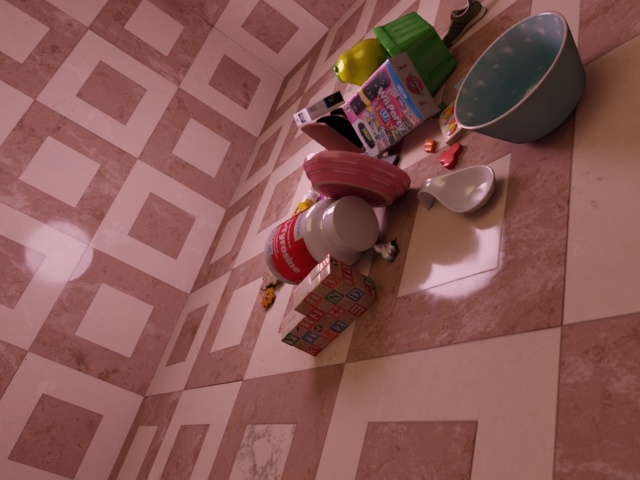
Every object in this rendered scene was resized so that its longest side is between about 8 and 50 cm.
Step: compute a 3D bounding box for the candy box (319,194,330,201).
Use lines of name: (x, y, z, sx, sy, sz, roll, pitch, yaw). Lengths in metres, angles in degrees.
candy box: (0.074, -0.165, 1.935, 0.159, 0.071, 0.233, -49, 25, 23)

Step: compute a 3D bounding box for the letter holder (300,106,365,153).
letter holder: (0.069, -0.480, 2.215, 0.152, 0.214, 0.302, -61, 22, -4)

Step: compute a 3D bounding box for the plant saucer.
plant saucer: (0.105, -0.175, 1.621, 0.332, 0.332, 0.084, -4, 71, 64)

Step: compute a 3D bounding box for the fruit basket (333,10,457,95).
fruit basket: (0.253, -0.635, 1.923, 0.392, 0.283, 0.392, -32, 30, 21)

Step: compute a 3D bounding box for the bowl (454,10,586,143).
bowl: (0.484, -0.351, 1.243, 0.311, 0.163, 0.311, -47, 25, 29)

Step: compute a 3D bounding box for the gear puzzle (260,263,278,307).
gear puzzle: (-0.180, 0.128, 2.217, 0.175, 0.044, 0.339, -33, 37, 45)

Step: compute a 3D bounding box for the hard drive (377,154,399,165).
hard drive: (0.208, -0.232, 1.828, 0.094, 0.022, 0.135, 2, 58, 52)

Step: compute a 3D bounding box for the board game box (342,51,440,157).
board game box: (0.228, -0.444, 1.788, 0.097, 0.224, 0.303, -29, -2, -33)

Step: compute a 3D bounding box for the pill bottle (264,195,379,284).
pill bottle: (0.000, 0.000, 1.738, 0.407, 0.229, 0.229, -26, 39, 54)

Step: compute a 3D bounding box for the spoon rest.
spoon rest: (0.340, -0.127, 1.372, 0.137, 0.084, 0.276, -64, 22, -12)

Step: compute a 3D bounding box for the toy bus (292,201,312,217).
toy bus: (-0.052, -0.076, 2.110, 0.202, 0.104, 0.191, -29, 37, 52)

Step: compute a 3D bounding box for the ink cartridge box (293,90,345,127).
ink cartridge box: (-0.017, -0.555, 2.268, 0.165, 0.065, 0.332, -30, 12, -9)

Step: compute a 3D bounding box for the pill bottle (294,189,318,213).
pill bottle: (-0.058, -0.157, 2.276, 0.116, 0.065, 0.065, -61, 22, -3)

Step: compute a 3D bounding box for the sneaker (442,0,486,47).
sneaker: (0.483, -0.774, 1.876, 0.192, 0.086, 0.064, -37, 31, 44)

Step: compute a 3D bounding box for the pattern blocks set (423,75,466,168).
pattern blocks set: (0.414, -0.372, 1.599, 0.285, 0.026, 0.325, -51, 23, 20)

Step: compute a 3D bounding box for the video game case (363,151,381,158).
video game case: (0.148, -0.221, 1.976, 0.196, 0.026, 0.274, -36, 31, 45)

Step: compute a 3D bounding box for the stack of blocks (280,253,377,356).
stack of blocks: (0.002, 0.198, 1.563, 0.297, 0.171, 0.087, -48, 25, 28)

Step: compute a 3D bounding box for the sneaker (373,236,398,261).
sneaker: (0.199, 0.016, 1.557, 0.069, 0.038, 0.098, -55, 32, 6)
